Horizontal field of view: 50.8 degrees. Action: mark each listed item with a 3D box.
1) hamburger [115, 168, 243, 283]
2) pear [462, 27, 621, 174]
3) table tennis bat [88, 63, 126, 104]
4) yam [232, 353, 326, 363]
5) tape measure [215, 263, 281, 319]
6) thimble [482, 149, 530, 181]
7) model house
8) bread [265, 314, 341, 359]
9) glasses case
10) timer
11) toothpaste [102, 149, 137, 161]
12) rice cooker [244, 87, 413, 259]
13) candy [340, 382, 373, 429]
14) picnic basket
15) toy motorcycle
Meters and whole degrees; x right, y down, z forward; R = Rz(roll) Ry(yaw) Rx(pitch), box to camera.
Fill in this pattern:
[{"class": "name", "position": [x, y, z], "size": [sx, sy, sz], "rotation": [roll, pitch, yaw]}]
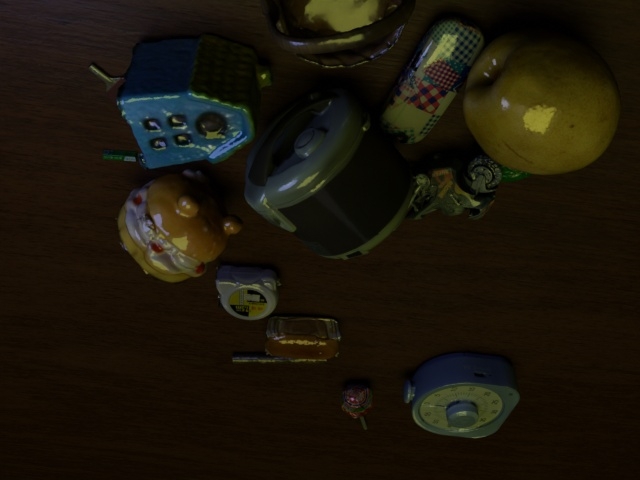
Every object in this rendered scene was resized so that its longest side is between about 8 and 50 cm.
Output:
[{"class": "hamburger", "position": [-0.347, -0.050, 1.698], "size": [0.237, 0.276, 0.276], "rotation": [-32, 127, 28]}, {"class": "pear", "position": [0.453, -0.286, 1.387], "size": [0.315, 0.314, 0.314], "rotation": [1, 136, 1]}, {"class": "table tennis bat", "position": [-0.467, -0.353, 1.560], "size": [0.087, 0.013, 0.156], "rotation": [-30, 129, 32]}, {"class": "yam", "position": [-0.141, 0.405, 2.319], "size": [0.327, 0.045, 0.045], "rotation": [-2, 114, 5]}, {"class": "tape measure", "position": [-0.218, 0.151, 2.019], "size": [0.196, 0.105, 0.178], "rotation": [6, 129, -6]}, {"class": "thimble", "position": [0.456, -0.204, 1.606], "size": [0.130, 0.118, 0.090], "rotation": [-31, 129, -5]}, {"class": "model house", "position": [-0.257, -0.306, 1.443], "size": [0.303, 0.237, 0.215], "rotation": [-7, 137, 7]}, {"class": "bread", "position": [-0.057, 0.319, 2.181], "size": [0.241, 0.107, 0.136], "rotation": [4, 139, -1]}, {"class": "glasses case", "position": [0.239, -0.345, 1.492], "size": [0.125, 0.076, 0.327], "rotation": [16, 135, -17]}, {"class": "timer", "position": [0.477, 0.556, 2.361], "size": [0.395, 0.173, 0.395], "rotation": [1, 137, 1]}, {"class": "toothpaste", "position": [-0.505, -0.214, 1.700], "size": [0.083, 0.020, 0.017], "rotation": [4, 138, -2]}, {"class": "rice cooker", "position": [0.008, -0.154, 1.533], "size": [0.335, 0.335, 0.325], "rotation": [-27, 130, 27]}, {"class": "candy", "position": [0.151, 0.643, 2.532], "size": [0.124, 0.124, 0.365], "rotation": [-5, 147, 8]}, {"class": "picnic basket", "position": [0.032, -0.441, 1.230], "size": [0.293, 0.337, 0.337], "rotation": [-8, 135, 11]}, {"class": "toy motorcycle", "position": [0.315, -0.122, 1.659], "size": [0.307, 0.108, 0.173], "rotation": [-4, 124, 41]}]
